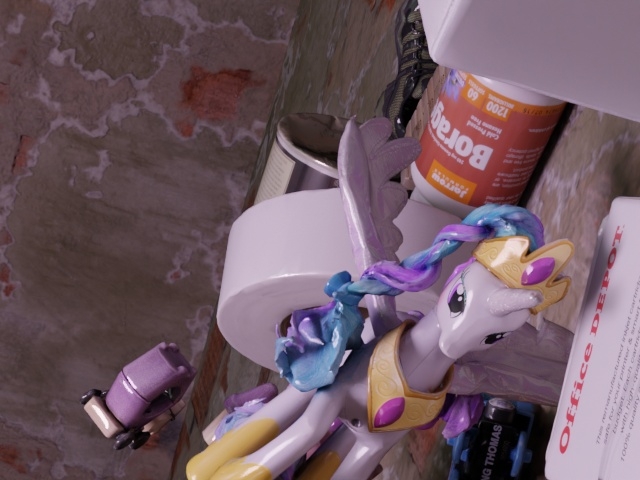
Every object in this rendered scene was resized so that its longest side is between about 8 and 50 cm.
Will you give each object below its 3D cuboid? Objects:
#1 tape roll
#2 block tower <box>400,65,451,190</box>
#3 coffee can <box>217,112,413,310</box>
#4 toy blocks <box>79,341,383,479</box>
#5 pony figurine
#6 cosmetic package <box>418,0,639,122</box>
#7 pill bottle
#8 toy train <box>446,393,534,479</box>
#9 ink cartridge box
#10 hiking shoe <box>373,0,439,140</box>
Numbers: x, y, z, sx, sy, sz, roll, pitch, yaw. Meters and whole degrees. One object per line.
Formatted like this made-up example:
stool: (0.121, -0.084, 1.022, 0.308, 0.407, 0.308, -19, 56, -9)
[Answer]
tape roll: (0.038, 0.057, 1.695, 0.286, 0.286, 0.100, 125, 155, -60)
block tower: (0.180, -0.179, 1.756, 0.091, 0.097, 0.335, -88, 16, -46)
coffee can: (0.000, 0.000, 2.116, 0.201, 0.201, 0.275, -103, 29, -64)
toy blocks: (0.001, 0.183, 1.575, 0.260, 0.309, 0.288, -45, -18, 12)
pony figurine: (0.062, 0.093, 1.273, 0.363, 0.303, 0.351, -46, 5, 15)
cosmetic package: (0.249, -0.292, 1.003, 0.394, 0.329, 0.327, -94, 22, -57)
pill bottle: (0.164, -0.097, 1.670, 0.121, 0.121, 0.216, -93, 20, -53)
toy train: (0.147, 0.225, 1.492, 0.105, 0.080, 0.184, -49, -29, -77)
ink cartridge box: (0.261, 0.089, 1.021, 0.289, 0.121, 0.211, -159, 83, -78)
hiking shoe: (0.140, -0.219, 2.058, 0.114, 0.086, 0.227, -134, 53, -58)
